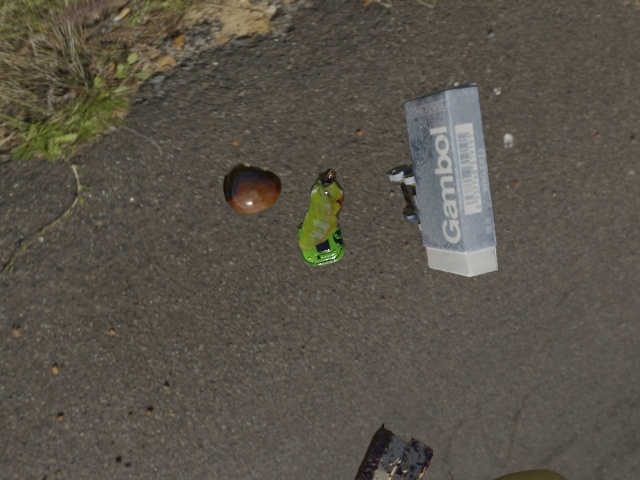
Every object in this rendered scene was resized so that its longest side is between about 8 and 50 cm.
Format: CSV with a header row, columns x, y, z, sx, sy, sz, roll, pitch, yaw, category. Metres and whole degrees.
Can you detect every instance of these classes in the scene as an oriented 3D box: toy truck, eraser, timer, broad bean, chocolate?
x,y,z,sx,sy,sz,roll,pitch,yaw,category
0.282,-0.136,1.435,0.175,0.367,0.146,-21,101,3,toy truck
0.152,-0.069,0.657,0.046,0.092,0.213,-13,99,-21,eraser
0.000,0.000,1.614,0.127,0.047,0.140,-13,92,15,timer
0.004,-0.058,1.220,0.077,0.062,0.339,-1,147,-11,broad bean
-0.165,-0.132,1.401,0.132,0.124,0.128,-10,77,19,chocolate

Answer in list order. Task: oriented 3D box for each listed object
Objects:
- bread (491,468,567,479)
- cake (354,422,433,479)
x,y,z,sx,sy,sz,roll,pitch,yaw,category
0.471,0.718,1.250,0.375,0.348,0.253,-22,120,-1,bread
0.132,0.458,1.085,0.112,0.246,0.135,23,64,14,cake
